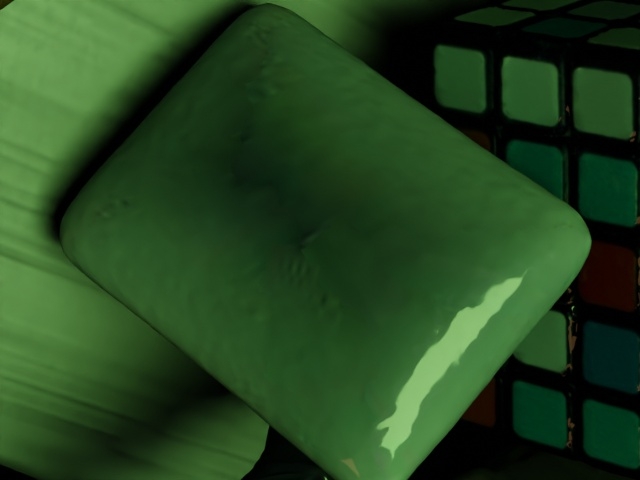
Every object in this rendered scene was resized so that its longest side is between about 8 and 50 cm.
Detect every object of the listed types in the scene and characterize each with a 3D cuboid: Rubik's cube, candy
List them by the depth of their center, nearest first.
[{"bbox_3d":[0.000,0.000,0.761,0.138,0.174,0.071,-49,162,-10],"label":"candy"},{"bbox_3d":[0.167,-0.013,0.820,0.184,0.187,0.182,-24,119,-43],"label":"Rubik's cube"}]

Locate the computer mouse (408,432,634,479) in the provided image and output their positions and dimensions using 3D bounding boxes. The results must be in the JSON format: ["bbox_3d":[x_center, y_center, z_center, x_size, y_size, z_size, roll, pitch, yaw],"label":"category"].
[{"bbox_3d":[0.113,0.118,0.907,0.264,0.088,0.147,-11,154,-37],"label":"computer mouse"}]

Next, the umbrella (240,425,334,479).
[{"bbox_3d":[0.008,0.088,0.786,0.248,0.071,0.071,-52,133,-47],"label":"umbrella"}]

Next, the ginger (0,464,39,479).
[{"bbox_3d":[-0.097,0.284,0.763,0.358,0.211,0.413,-41,123,-17],"label":"ginger"}]

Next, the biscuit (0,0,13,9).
[{"bbox_3d":[-0.156,-0.218,0.651,0.301,0.043,0.278,12,99,-35],"label":"biscuit"}]
